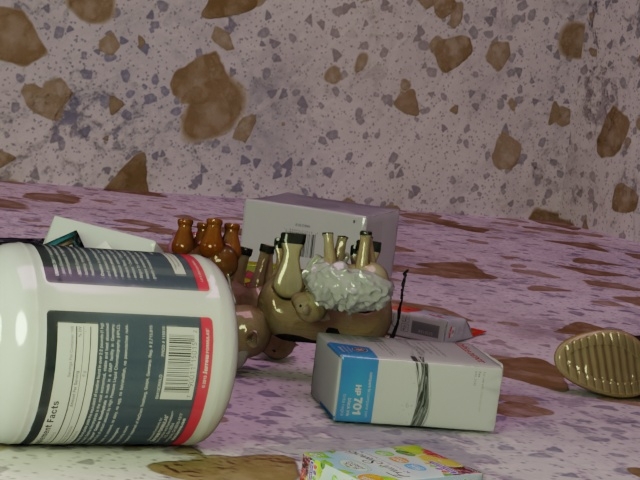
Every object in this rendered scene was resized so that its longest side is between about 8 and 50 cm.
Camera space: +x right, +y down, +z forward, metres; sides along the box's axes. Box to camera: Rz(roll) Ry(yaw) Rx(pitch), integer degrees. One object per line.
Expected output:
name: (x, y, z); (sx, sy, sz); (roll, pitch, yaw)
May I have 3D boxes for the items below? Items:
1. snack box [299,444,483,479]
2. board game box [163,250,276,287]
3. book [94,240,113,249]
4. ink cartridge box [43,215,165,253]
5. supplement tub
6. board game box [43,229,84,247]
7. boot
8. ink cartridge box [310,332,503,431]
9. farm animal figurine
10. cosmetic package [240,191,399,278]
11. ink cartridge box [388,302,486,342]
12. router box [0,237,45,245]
snack box: (0.066, 0.222, 1.480); (0.141, 0.037, 0.100); (1, 8, -37)
board game box: (-0.147, 0.072, 2.280); (0.181, 0.092, 0.043); (7, 6, -3)
book: (-0.254, 0.080, 1.678); (0.096, 0.144, 0.035); (49, -10, 14)
ink cartridge box: (-0.239, 0.069, 1.795); (0.128, 0.127, 0.176); (13, -17, 14)
supplement tub: (-0.232, 0.101, 1.535); (0.272, 0.191, 0.191); (4, 7, -25)
board game box: (-0.335, 0.043, 1.655); (0.186, 0.026, 0.126); (-24, 10, -4)
boot: (0.403, 0.170, 2.195); (0.248, 0.090, 0.207); (4, -5, -16)
ink cartridge box: (0.097, 0.160, 1.835); (0.190, 0.082, 0.139); (7, 6, -12)
farm animal figurine: (-0.055, 0.081, 2.000); (0.326, 0.172, 0.330); (4, -6, 10)
cosmetic package: (0.000, 0.000, 2.836); (0.224, 0.138, 0.224); (9, 8, 17)
ink cartridge box: (0.160, 0.118, 2.427); (0.145, 0.045, 0.179); (11, 10, 26)
router box: (-0.414, 0.052, 2.218); (0.309, 0.081, 0.243); (1, 9, -42)
